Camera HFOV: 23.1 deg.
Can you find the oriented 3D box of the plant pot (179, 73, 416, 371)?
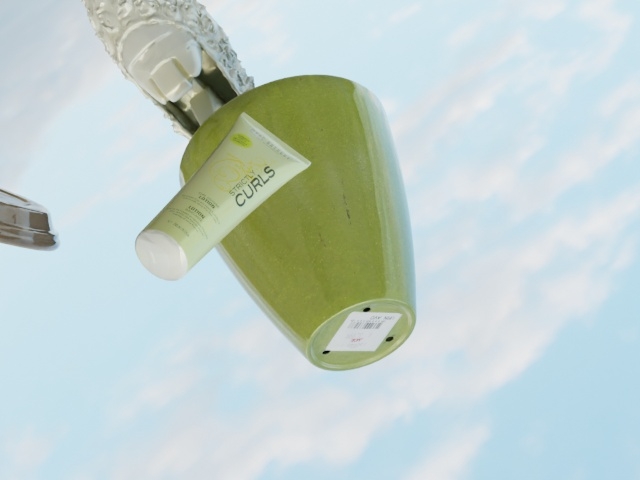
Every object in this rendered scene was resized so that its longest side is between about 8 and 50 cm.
[{"bbox_3d":[0.000,0.000,1.875,0.275,0.275,0.293,-33,-127,14],"label":"plant pot"}]

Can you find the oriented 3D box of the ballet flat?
[{"bbox_3d":[-0.157,-0.197,2.082,0.147,0.409,0.147,-32,-151,20],"label":"ballet flat"}]

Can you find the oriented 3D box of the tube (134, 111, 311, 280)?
[{"bbox_3d":[-0.101,-0.049,1.592,0.062,0.070,0.240,-3,-151,34],"label":"tube"}]

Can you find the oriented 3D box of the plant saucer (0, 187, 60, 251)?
[{"bbox_3d":[-0.405,-0.050,1.651,0.278,0.278,0.041,24,-83,67],"label":"plant saucer"}]
